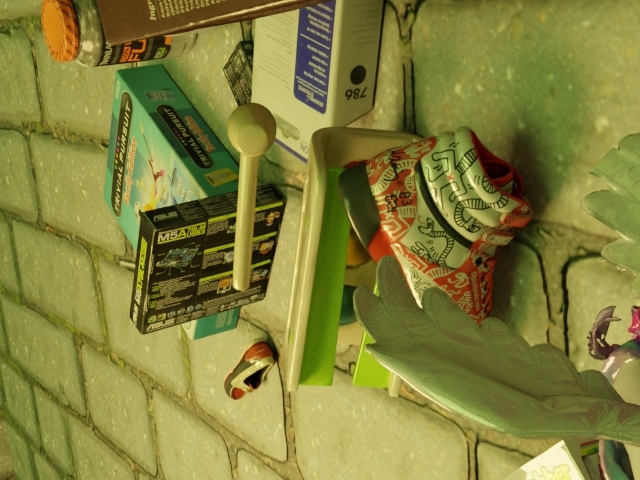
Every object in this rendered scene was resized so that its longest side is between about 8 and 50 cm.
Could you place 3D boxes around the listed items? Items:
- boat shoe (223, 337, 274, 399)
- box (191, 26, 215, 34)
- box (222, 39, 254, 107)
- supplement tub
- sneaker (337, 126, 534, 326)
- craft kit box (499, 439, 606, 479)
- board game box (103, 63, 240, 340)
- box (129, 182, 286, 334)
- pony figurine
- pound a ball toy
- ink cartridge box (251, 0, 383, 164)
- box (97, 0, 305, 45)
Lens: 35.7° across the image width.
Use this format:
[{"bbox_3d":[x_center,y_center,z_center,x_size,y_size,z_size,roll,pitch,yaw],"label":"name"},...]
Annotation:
[{"bbox_3d":[-0.101,0.193,1.422,0.043,0.049,0.137,57,139,25],"label":"boat shoe"},{"bbox_3d":[-0.138,-0.369,1.210,0.145,0.038,0.186,125,141,-53],"label":"box"},{"bbox_3d":[-0.094,-0.204,1.275,0.067,0.018,0.083,-46,63,54],"label":"box"},{"bbox_3d":[-0.276,-0.301,1.365,0.117,0.190,0.117,31,128,50],"label":"supplement tub"},{"bbox_3d":[0.139,0.020,0.915,0.270,0.145,0.090,58,-160,-27],"label":"sneaker"},{"bbox_3d":[0.237,0.330,0.923,0.246,0.061,0.250,65,147,23],"label":"craft kit box"},{"bbox_3d":[-0.215,-0.060,1.471,0.336,0.079,0.254,51,141,35],"label":"board game box"},{"bbox_3d":[-0.147,0.024,1.287,0.045,0.191,0.184,47,140,37],"label":"box"},{"bbox_3d":[0.241,0.107,0.654,0.351,0.303,0.363,34,151,51],"label":"pony figurine"},{"bbox_3d":[0.000,0.000,1.029,0.136,0.208,0.319,-96,12,-58],"label":"pound a ball toy"},{"bbox_3d":[-0.005,-0.254,1.068,0.165,0.065,0.332,38,131,44],"label":"ink cartridge box"},{"bbox_3d":[-0.017,-0.274,0.867,0.381,0.191,0.143,-3,105,42],"label":"box"}]
